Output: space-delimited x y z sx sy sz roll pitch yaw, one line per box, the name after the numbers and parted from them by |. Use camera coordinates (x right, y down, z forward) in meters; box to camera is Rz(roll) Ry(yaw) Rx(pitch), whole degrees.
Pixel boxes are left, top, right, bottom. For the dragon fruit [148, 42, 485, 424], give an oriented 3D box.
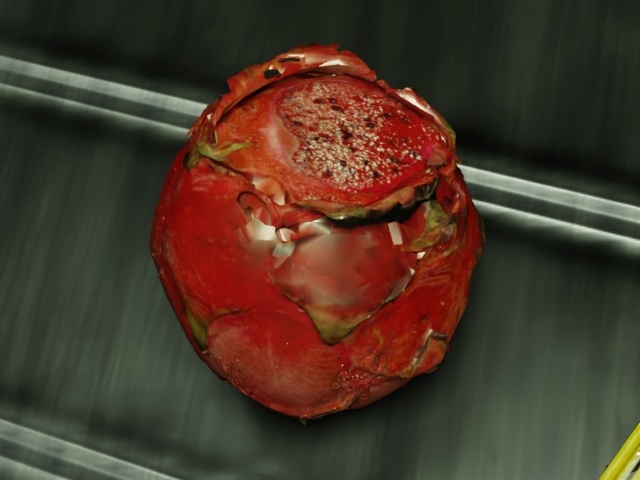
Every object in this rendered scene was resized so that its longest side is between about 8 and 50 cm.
0.000 0.000 1.283 0.295 0.302 0.296 -5 54 7 | dragon fruit

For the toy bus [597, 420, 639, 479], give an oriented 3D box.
0.291 0.197 1.191 0.151 0.145 0.331 33 75 26 | toy bus
